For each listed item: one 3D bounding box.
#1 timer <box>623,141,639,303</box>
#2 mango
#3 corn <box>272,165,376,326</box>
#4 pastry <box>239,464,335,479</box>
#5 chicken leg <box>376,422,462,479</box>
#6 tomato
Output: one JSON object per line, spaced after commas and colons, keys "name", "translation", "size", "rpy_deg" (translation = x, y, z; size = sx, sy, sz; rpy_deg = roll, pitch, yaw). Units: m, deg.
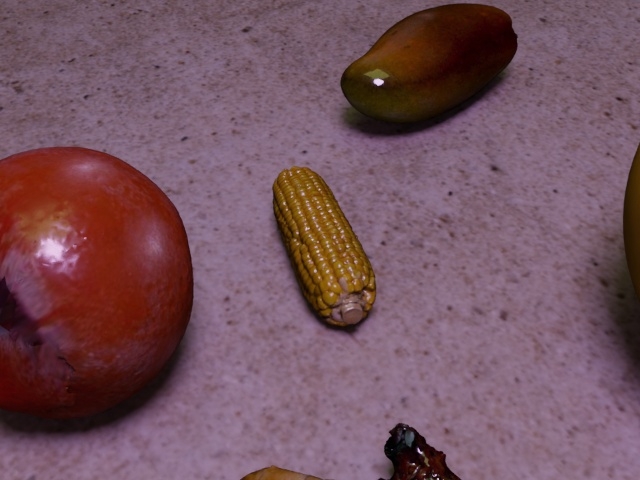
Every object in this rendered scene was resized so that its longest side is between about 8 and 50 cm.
{"name": "timer", "translation": [0.421, 0.017, 0.571], "size": [0.387, 0.376, 0.376], "rpy_deg": [50, 55, 0]}
{"name": "mango", "translation": [0.128, -0.213, 0.976], "size": [0.267, 0.111, 0.133], "rpy_deg": [-31, 65, -31]}
{"name": "corn", "translation": [0.000, 0.000, 0.771], "size": [0.068, 0.068, 0.207], "rpy_deg": [-11, 43, -11]}
{"name": "pastry", "translation": [-0.020, 0.213, 0.488], "size": [0.153, 0.081, 0.153], "rpy_deg": [-18, 52, 24]}
{"name": "chicken leg", "translation": [0.071, 0.219, 0.524], "size": [0.105, 0.063, 0.234], "rpy_deg": [-14, 44, -5]}
{"name": "tomato", "translation": [-0.205, 0.034, 0.630], "size": [0.208, 0.208, 0.184], "rpy_deg": [10, 24, 13]}
